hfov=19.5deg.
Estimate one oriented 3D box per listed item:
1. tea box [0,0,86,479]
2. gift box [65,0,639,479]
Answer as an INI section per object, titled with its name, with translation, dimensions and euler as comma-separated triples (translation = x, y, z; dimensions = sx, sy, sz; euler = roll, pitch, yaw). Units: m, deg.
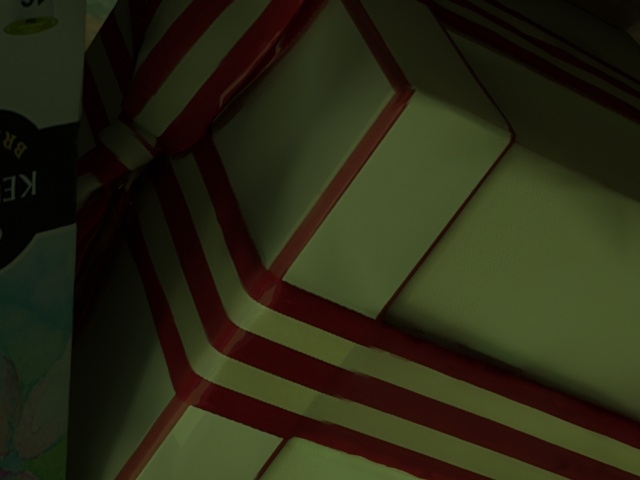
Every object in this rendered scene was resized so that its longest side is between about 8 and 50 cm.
[tea box]
translation = -0.268, 0.012, 0.647
dimensions = 0.329, 0.323, 0.220
euler = 23, -152, 39
[gift box]
translation = 0.000, 0.000, 0.762
dimensions = 0.258, 0.276, 0.255
euler = 22, 110, -32
